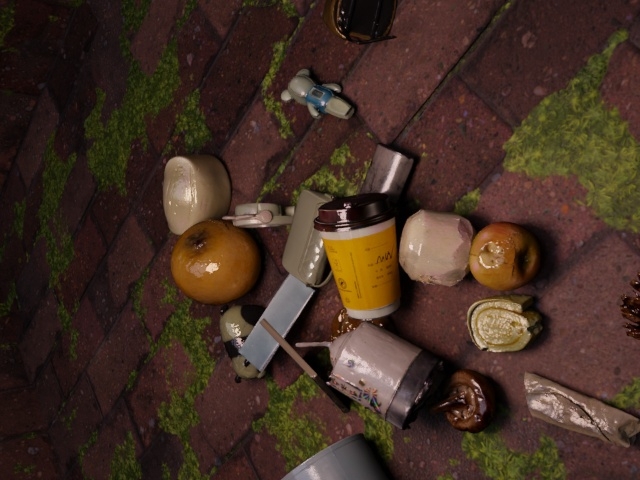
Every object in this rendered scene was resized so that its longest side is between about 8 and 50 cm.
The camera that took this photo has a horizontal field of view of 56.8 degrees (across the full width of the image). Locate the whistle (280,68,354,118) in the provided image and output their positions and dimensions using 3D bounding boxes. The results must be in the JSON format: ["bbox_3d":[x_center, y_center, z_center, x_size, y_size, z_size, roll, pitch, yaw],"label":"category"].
[{"bbox_3d":[-0.002,-0.382,1.591,0.236,0.077,0.114,34,83,31],"label":"whistle"}]

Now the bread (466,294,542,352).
[{"bbox_3d":[0.385,0.173,1.236,0.156,0.064,0.117,-7,89,41],"label":"bread"}]

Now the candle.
[{"bbox_3d":[0.109,0.283,1.353,0.330,0.187,0.187,26,108,20],"label":"candle"}]

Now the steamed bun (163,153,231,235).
[{"bbox_3d":[-0.382,-0.144,1.844,0.155,0.200,0.250,2,99,26],"label":"steamed bun"}]

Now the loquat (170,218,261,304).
[{"bbox_3d":[-0.304,0.062,1.738,0.263,0.263,0.263,-1,89,42],"label":"loquat"}]

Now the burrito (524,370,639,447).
[{"bbox_3d":[0.491,0.329,1.138,0.226,0.060,0.087,14,94,43],"label":"burrito"}]

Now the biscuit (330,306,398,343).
[{"bbox_3d":[0.106,0.265,1.502,0.226,0.042,0.226,0,90,41],"label":"biscuit"}]

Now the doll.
[{"bbox_3d":[-0.219,0.297,1.739,0.143,0.135,0.234,-27,76,41],"label":"doll"}]

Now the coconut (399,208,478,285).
[{"bbox_3d":[0.265,0.019,1.284,0.183,0.171,0.170,11,99,2],"label":"coconut"}]

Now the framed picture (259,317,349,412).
[{"bbox_3d":[-0.036,0.324,1.497,0.020,0.289,0.211,-42,54,-10],"label":"framed picture"}]

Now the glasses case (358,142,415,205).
[{"bbox_3d":[0.136,-0.083,1.466,0.114,0.060,0.299,34,112,39],"label":"glasses case"}]

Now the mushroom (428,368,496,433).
[{"bbox_3d":[0.309,0.353,1.293,0.171,0.080,0.135,-24,62,39],"label":"mushroom"}]

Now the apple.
[{"bbox_3d":[0.377,0.033,1.196,0.146,0.146,0.146,-1,89,42],"label":"apple"}]

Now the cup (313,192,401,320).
[{"bbox_3d":[0.100,0.032,1.370,0.196,0.196,0.279,1,110,42],"label":"cup"}]

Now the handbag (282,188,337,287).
[{"bbox_3d":[0.000,0.000,1.558,0.219,0.079,0.256,33,111,51],"label":"handbag"}]

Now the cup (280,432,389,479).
[{"bbox_3d":[0.053,0.682,1.403,0.331,0.257,0.311,-50,60,28],"label":"cup"}]

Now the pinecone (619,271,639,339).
[{"bbox_3d":[0.590,0.106,0.994,0.174,0.174,0.173,-1,89,42],"label":"pinecone"}]

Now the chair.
[{"bbox_3d":[0.100,-0.575,1.449,0.247,0.172,0.158,-108,29,-79],"label":"chair"}]

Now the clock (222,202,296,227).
[{"bbox_3d":[-0.172,-0.070,1.658,0.151,0.191,0.062,-3,88,42],"label":"clock"}]

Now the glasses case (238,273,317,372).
[{"bbox_3d":[-0.112,0.226,1.629,0.105,0.056,0.266,34,91,31],"label":"glasses case"}]
